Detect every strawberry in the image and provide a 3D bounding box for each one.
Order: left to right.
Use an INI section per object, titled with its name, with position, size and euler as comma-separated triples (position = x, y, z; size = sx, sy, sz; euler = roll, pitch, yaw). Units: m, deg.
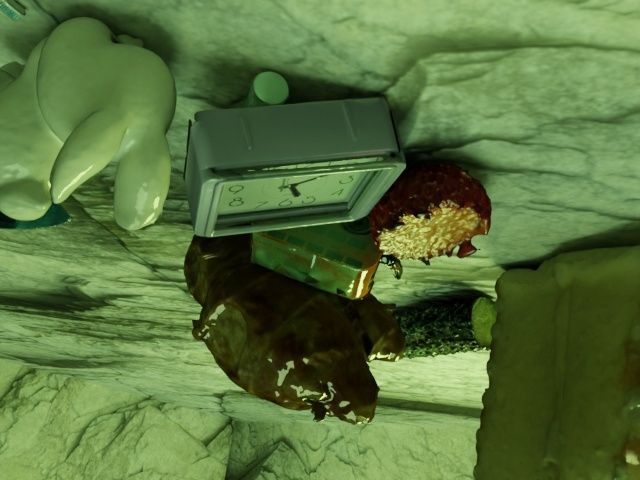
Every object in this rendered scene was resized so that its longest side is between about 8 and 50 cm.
[strawberry]
position = 0.119, -0.033, 0.746
size = 0.145, 0.086, 0.145
euler = 2, 160, 1

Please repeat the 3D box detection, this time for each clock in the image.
[clock]
position = -0.030, -0.069, 0.657
size = 0.193, 0.073, 0.144
euler = -7, 162, -16

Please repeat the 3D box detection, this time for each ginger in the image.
[ginger]
position = -0.037, 0.105, 0.912
size = 0.274, 0.152, 0.357
euler = 16, -159, -29

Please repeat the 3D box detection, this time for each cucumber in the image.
[cucumber]
position = 0.171, 0.167, 1.230
size = 0.096, 0.096, 0.359
euler = 22, 157, -29

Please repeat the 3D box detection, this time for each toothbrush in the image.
[toothbrush]
position = -0.306, -0.228, 0.531
size = 0.017, 0.014, 0.162
euler = -25, 144, 23

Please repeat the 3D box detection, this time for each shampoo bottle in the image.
[shampoo bottle]
position = -0.072, -0.108, 0.699
size = 0.069, 0.041, 0.190
euler = 15, 157, -10

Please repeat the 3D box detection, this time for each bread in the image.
[bread]
position = 0.431, 0.226, 0.901
size = 0.390, 0.371, 0.279
euler = 24, 158, -26

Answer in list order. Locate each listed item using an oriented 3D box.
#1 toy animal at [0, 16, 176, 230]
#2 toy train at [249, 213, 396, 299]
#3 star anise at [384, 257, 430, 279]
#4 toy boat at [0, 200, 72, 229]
[toy animal]
position = -0.225, -0.097, 0.603
size = 0.193, 0.178, 0.127
euler = 0, 159, 25
[toy train]
position = 0.000, 0.000, 0.819
size = 0.188, 0.099, 0.072
euler = 21, 138, 8
[star anise]
position = 0.086, 0.004, 0.911
size = 0.141, 0.042, 0.141
euler = 10, 152, 5
[toy boat]
position = -0.474, -0.073, 0.872
size = 0.299, 0.096, 0.062
euler = 21, 165, -34
